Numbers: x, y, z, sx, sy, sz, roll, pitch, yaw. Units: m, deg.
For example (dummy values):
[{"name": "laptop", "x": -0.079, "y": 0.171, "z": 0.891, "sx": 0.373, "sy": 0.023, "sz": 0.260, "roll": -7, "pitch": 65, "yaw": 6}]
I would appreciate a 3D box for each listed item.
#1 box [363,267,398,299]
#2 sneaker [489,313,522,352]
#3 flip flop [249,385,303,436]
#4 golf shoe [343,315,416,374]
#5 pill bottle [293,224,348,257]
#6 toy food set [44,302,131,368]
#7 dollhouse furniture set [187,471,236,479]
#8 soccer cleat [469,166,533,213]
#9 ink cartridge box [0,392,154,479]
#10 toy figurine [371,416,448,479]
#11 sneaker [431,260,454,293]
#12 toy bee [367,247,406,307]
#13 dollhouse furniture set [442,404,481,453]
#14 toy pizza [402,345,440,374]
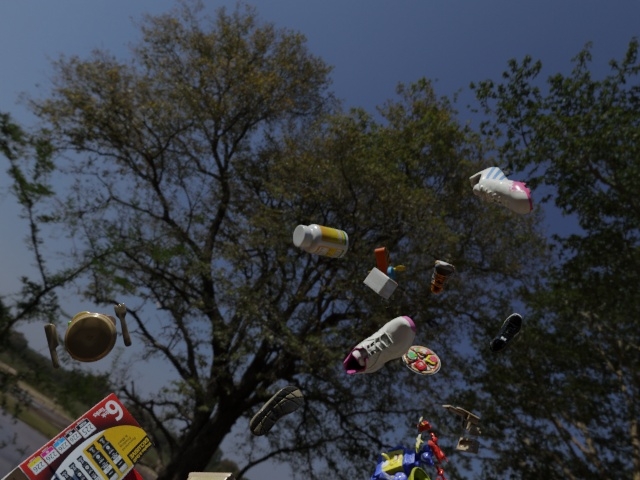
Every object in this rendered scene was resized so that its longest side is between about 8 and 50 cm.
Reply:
[{"name": "box", "x": 0.269, "y": 0.192, "z": 1.798, "sx": 0.102, "sy": 0.087, "sz": 0.101, "roll": 39, "pitch": 3, "yaw": 41}, {"name": "sneaker", "x": 0.888, "y": 0.449, "z": 1.923, "sx": 0.079, "sy": 0.217, "sz": 0.121, "roll": 35, "pitch": 10, "yaw": 24}, {"name": "flip flop", "x": -0.194, "y": 0.742, "z": 1.766, "sx": 0.112, "sy": 0.277, "sz": 0.080, "roll": 52, "pitch": -33, "yaw": 6}, {"name": "golf shoe", "x": 0.195, "y": 0.367, "z": 1.360, "sx": 0.306, "sy": 0.140, "sz": 0.115, "roll": -53, "pitch": -123, "yaw": 32}, {"name": "pill bottle", "x": 0.000, "y": 0.000, "z": 1.625, "sx": 0.208, "sy": 0.117, "sz": 0.117, "roll": 11, "pitch": -21, "yaw": -34}, {"name": "toy food set", "x": -0.588, "y": 0.245, "z": 1.040, "sx": 0.038, "sy": 0.192, "sz": 0.132, "roll": 129, "pitch": -55, "yaw": -75}, {"name": "dollhouse furniture set", "x": -0.345, "y": 1.002, "z": 1.306, "sx": 0.362, "sy": 0.256, "sz": 0.394, "roll": -12, "pitch": -71, "yaw": 21}, {"name": "soccer cleat", "x": 0.647, "y": -0.171, "z": 1.473, "sx": 0.143, "sy": 0.331, "sz": 0.116, "roll": -16, "pitch": -64, "yaw": 9}, {"name": "ink cartridge box", "x": -0.612, "y": 0.621, "z": 1.077, "sx": 0.130, "sy": 0.309, "sz": 0.272, "roll": -39, "pitch": -89, "yaw": 17}, {"name": "toy figurine", "x": 0.256, "y": 0.735, "z": 1.239, "sx": 0.217, "sy": 0.362, "sz": 0.191, "roll": -29, "pitch": -89, "yaw": 19}, {"name": "sneaker", "x": 0.516, "y": 0.159, "z": 1.726, "sx": 0.084, "sy": 0.083, "sz": 0.215, "roll": 21, "pitch": -26, "yaw": 23}, {"name": "toy bee", "x": 0.342, "y": 0.192, "z": 2.129, "sx": 0.195, "sy": 0.298, "sz": 0.162, "roll": 12, "pitch": -2, "yaw": 29}, {"name": "dollhouse furniture set", "x": 0.599, "y": 0.811, "z": 1.745, "sx": 0.123, "sy": 0.151, "sz": 0.144, "roll": 29, "pitch": -27, "yaw": -5}, {"name": "toy pizza", "x": 0.537, "y": 0.628, "z": 2.143, "sx": 0.201, "sy": 0.201, "sz": 0.032, "roll": 18, "pitch": -57, "yaw": 21}]
